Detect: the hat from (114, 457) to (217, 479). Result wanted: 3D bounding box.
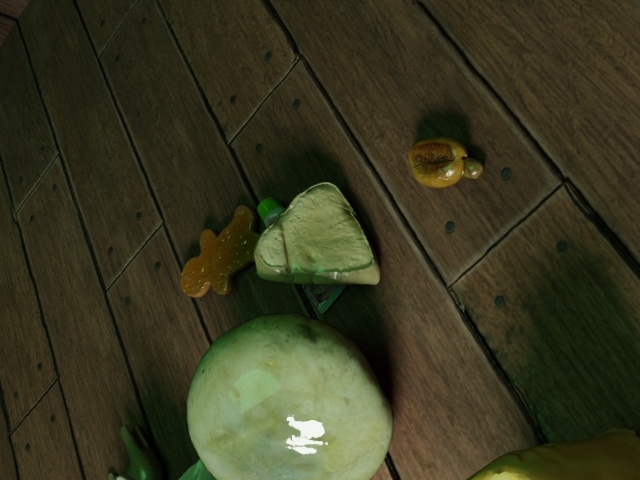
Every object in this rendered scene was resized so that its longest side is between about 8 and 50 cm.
[{"bbox_3d":[-0.288,0.533,1.615,0.168,0.257,0.301,53,127,23],"label":"hat"}]

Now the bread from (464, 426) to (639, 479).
[{"bbox_3d":[0.280,0.432,1.007,0.250,0.394,0.361,-39,57,48],"label":"bread"}]

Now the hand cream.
[{"bbox_3d":[-0.039,0.018,1.634,0.275,0.050,0.079,52,140,32],"label":"hand cream"}]

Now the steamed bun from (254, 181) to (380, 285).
[{"bbox_3d":[-0.022,0.016,1.538,0.110,0.212,0.231,92,160,-53],"label":"steamed bun"}]

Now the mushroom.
[{"bbox_3d":[-0.050,0.284,1.396,0.352,0.260,0.352,5,111,13],"label":"mushroom"}]

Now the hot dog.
[{"bbox_3d":[0.214,-0.135,1.427,0.140,0.060,0.090,-5,80,49],"label":"hot dog"}]

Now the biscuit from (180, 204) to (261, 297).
[{"bbox_3d":[-0.211,0.038,1.789,0.250,0.036,0.165,-39,55,25],"label":"biscuit"}]

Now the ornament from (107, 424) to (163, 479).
[{"bbox_3d":[-0.416,0.571,1.819,0.245,0.061,0.230,45,112,44],"label":"ornament"}]
